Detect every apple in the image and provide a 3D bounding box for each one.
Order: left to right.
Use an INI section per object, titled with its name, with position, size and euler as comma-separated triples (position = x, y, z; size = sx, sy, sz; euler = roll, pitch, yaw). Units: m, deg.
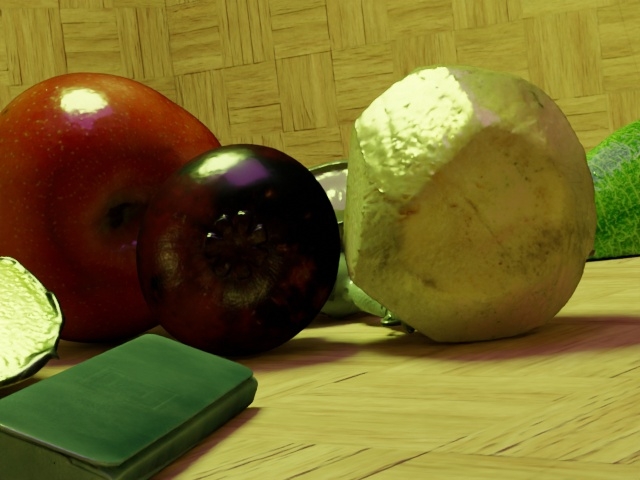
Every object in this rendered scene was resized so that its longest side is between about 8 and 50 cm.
[apple]
position = -0.212, -0.029, 1.400
size = 0.260, 0.260, 0.216
euler = -8, 10, -24

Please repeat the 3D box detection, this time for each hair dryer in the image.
[hair dryer]
position = 0.078, 0.051, 1.345
size = 0.167, 0.067, 0.199
euler = -3, 11, -38

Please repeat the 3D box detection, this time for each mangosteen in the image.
[mangosteen]
position = -0.068, 0.012, 1.237
size = 0.200, 0.200, 0.200
euler = -6, 4, 0

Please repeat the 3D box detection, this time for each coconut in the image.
[coconut]
position = 0.117, -0.030, 1.193
size = 0.197, 0.237, 0.237
euler = -1, 4, -2

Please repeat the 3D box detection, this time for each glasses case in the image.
[glasses case]
position = -0.123, 0.101, 0.858
size = 0.105, 0.056, 0.266
euler = -6, 4, 14

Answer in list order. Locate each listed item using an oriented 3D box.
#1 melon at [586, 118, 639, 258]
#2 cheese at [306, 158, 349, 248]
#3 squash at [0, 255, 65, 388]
[melon]
position = 0.393, -0.047, 1.721
size = 0.323, 0.196, 0.124
euler = -18, -25, -32
[cheese]
position = 0.000, 0.000, 1.470
size = 0.175, 0.091, 0.202
euler = -20, -24, -2
[squash]
position = -0.302, 0.099, 1.187
size = 0.192, 0.085, 0.184
euler = -12, 35, -31
